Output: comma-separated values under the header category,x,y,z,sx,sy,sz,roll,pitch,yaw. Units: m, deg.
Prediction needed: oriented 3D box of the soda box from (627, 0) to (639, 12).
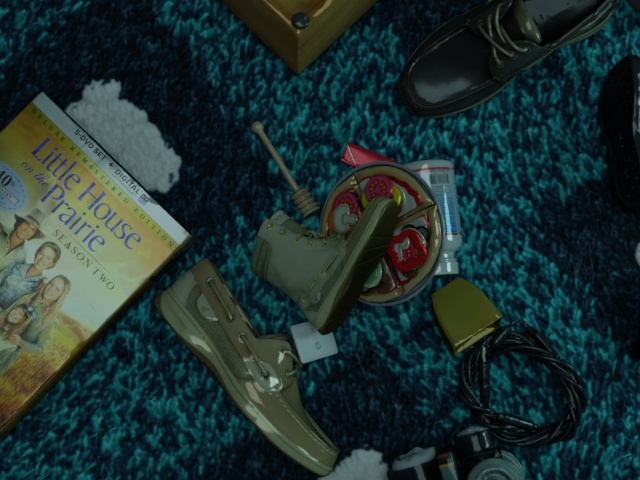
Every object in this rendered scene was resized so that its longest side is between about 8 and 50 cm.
category,x,y,z,sx,sy,sz,roll,pitch,yaw
soda box,0.450,-0.417,1.471,0.083,0.092,0.263,-44,85,-5

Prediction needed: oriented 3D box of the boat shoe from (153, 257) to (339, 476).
category,x,y,z,sx,sy,sz,roll,pitch,yaw
boat shoe,-0.082,0.172,1.394,0.110,0.121,0.341,-42,84,-3

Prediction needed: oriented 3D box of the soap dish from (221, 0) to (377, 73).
category,x,y,z,sx,sy,sz,roll,pitch,yaw
soap dish,-0.009,-0.420,1.463,0.291,0.118,0.229,-44,85,-5

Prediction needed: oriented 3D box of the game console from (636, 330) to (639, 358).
category,x,y,z,sx,sy,sz,roll,pitch,yaw
game console,0.597,0.042,1.404,0.213,0.044,0.362,22,98,6

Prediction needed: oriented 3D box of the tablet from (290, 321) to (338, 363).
category,x,y,z,sx,sy,sz,roll,pitch,yaw
tablet,-0.008,0.139,1.424,0.006,0.083,0.054,-23,81,38

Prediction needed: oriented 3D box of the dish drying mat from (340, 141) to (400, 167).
category,x,y,z,sx,sy,sz,roll,pitch,yaw
dish drying mat,0.072,-0.114,1.482,0.083,0.008,0.032,22,83,3

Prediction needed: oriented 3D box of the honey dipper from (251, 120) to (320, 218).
category,x,y,z,sx,sy,sz,roll,pitch,yaw
honey dipper,-0.053,-0.106,1.473,0.030,0.030,0.161,-30,81,-3

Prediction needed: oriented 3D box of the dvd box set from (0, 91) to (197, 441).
category,x,y,z,sx,sy,sz,roll,pitch,yaw
dvd box set,-0.429,0.043,1.442,0.307,0.062,0.420,44,86,5

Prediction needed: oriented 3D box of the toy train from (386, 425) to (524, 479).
category,x,y,z,sx,sy,sz,roll,pitch,yaw
toy train,0.205,0.424,1.361,0.190,0.142,0.334,-17,83,8

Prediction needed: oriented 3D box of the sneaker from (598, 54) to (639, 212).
category,x,y,z,sx,sy,sz,roll,pitch,yaw
sneaker,0.466,-0.147,1.461,0.097,0.084,0.235,-2,84,-24

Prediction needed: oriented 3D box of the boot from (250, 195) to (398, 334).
category,x,y,z,sx,sy,sz,roll,pitch,yaw
boot,0.000,0.000,1.393,0.165,0.077,0.213,39,114,25

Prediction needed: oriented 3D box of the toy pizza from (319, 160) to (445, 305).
category,x,y,z,sx,sy,sz,roll,pitch,yaw
toy pizza,0.078,-0.009,1.408,0.201,0.032,0.201,1,92,33

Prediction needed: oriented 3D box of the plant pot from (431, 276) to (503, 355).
category,x,y,z,sx,sy,sz,roll,pitch,yaw
plant pot,0.196,0.101,1.423,0.081,0.081,0.083,-32,75,-3

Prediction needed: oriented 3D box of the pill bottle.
category,x,y,z,sx,sy,sz,roll,pitch,yaw
pill bottle,0.152,-0.029,1.432,0.087,0.087,0.160,-6,84,0

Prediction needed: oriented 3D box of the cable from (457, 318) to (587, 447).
category,x,y,z,sx,sy,sz,roll,pitch,yaw
cable,0.283,0.213,1.424,0.150,0.047,0.184,-39,85,-4

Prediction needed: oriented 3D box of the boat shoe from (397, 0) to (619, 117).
category,x,y,z,sx,sy,sz,roll,pitch,yaw
boat shoe,0.265,-0.299,1.440,0.355,0.130,0.132,-33,84,-3
